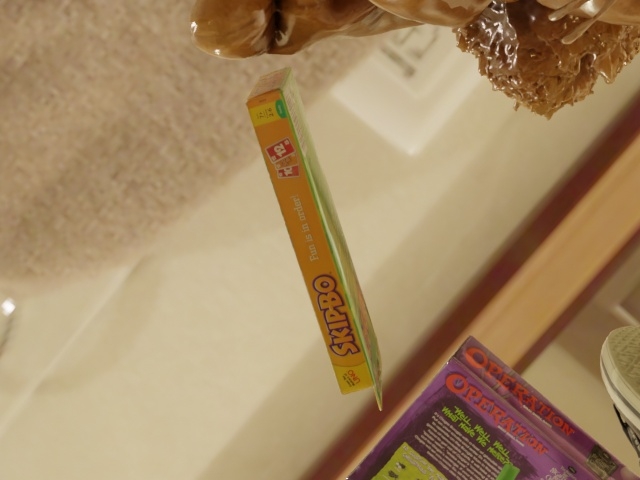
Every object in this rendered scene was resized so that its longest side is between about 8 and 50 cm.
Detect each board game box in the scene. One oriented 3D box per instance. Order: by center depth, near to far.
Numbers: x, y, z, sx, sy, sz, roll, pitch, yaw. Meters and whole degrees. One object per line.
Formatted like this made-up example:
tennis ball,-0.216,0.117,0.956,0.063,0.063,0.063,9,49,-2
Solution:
board game box,0.000,0.000,1.146,0.124,0.039,0.259,-80,-30,-75
board game box,0.207,0.264,1.319,0.347,0.208,0.056,41,-136,6

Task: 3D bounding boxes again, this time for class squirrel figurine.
squirrel figurine,0.146,-0.237,1.084,0.370,0.281,0.397,9,180,21

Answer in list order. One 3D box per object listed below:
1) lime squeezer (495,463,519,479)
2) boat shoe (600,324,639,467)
lime squeezer,0.100,0.312,1.012,0.059,0.110,0.310,42,-138,-69
boat shoe,0.446,0.255,1.690,0.186,0.156,0.500,-4,-151,-12
